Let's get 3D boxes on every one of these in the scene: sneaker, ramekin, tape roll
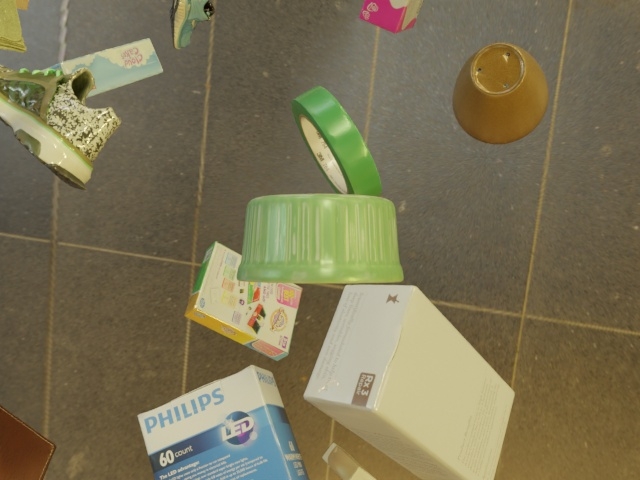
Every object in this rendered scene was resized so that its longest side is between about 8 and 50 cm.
[{"bbox_3d":[-0.218,-0.382,1.147,0.073,0.162,0.064,-3,74,-20],"label":"sneaker"},{"bbox_3d":[0.000,0.000,1.219,0.303,0.303,0.148,0,88,14],"label":"ramekin"},{"bbox_3d":[0.039,-0.232,1.700,0.077,0.321,0.321,-30,89,-7],"label":"tape roll"},{"bbox_3d":[-0.511,-0.264,1.271,0.182,0.158,0.410,-44,64,-10],"label":"sneaker"}]

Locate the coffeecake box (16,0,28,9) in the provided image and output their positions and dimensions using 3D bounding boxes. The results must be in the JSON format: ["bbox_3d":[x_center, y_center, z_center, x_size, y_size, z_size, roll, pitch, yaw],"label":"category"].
[{"bbox_3d":[-0.765,-0.578,1.479,0.185,0.142,0.068,22,104,18],"label":"coffeecake box"}]

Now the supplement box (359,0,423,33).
[{"bbox_3d":[0.196,-0.631,1.782,0.113,0.220,0.111,25,116,8],"label":"supplement box"}]

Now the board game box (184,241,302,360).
[{"bbox_3d":[-0.217,0.179,1.963,0.316,0.242,0.064,31,138,-22],"label":"board game box"}]

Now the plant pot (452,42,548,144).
[{"bbox_3d":[0.419,-0.364,1.575,0.237,0.254,0.237,0,88,16],"label":"plant pot"}]

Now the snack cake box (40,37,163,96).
[{"bbox_3d":[-0.523,-0.389,1.566,0.152,0.264,0.089,-6,111,38],"label":"snack cake box"}]

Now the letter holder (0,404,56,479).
[{"bbox_3d":[-0.536,0.369,0.905,0.152,0.302,0.214,-27,121,19],"label":"letter holder"}]

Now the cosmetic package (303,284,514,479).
[{"bbox_3d":[0.094,0.146,0.632,0.085,0.231,0.117,-2,55,42],"label":"cosmetic package"}]

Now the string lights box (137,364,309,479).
[{"bbox_3d":[-0.073,0.270,0.655,0.133,0.077,0.260,-24,69,5],"label":"string lights box"}]

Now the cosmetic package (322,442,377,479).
[{"bbox_3d":[0.057,0.455,1.333,0.060,0.115,0.041,44,79,-25],"label":"cosmetic package"}]

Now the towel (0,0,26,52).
[{"bbox_3d":[-0.487,-0.342,0.959,0.027,0.110,0.148,-24,79,29],"label":"towel"}]
